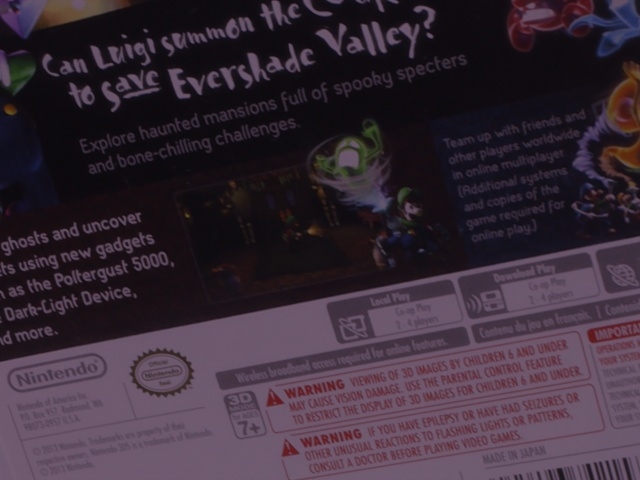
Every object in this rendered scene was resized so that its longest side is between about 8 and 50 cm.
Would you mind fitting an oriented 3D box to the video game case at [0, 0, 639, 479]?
[{"bbox_3d":[0.000,0.000,0.437,0.022,0.190,0.173,-52,127,-65],"label":"video game case"}]
